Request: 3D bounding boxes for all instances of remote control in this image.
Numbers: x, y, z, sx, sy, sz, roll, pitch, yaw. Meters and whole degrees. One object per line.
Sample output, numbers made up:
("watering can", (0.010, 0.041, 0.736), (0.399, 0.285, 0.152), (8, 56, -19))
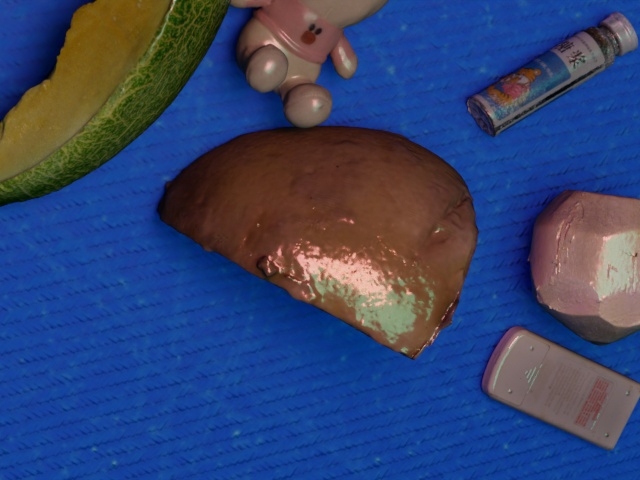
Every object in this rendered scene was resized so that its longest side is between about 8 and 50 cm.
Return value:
("remote control", (0.267, 0.163, 2.063), (0.190, 0.029, 0.087), (24, 93, -25))

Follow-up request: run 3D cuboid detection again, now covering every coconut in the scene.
("coconut", (0.297, 0.031, 1.976), (0.161, 0.161, 0.162), (8, 91, -24))

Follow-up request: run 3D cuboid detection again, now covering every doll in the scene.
("doll", (-0.003, -0.249, 1.815), (0.155, 0.113, 0.275), (26, 85, -23))

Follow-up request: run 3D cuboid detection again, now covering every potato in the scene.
("potato", (0.010, -0.035, 1.817), (0.264, 0.211, 0.189), (27, 93, -22))

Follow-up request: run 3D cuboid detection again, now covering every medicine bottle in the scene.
("medicine bottle", (0.246, -0.175, 1.960), (0.191, 0.051, 0.051), (-31, 112, -13))

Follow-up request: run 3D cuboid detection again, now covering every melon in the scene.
("melon", (-0.219, -0.130, 1.737), (0.124, 0.196, 0.323), (40, 98, 0))
